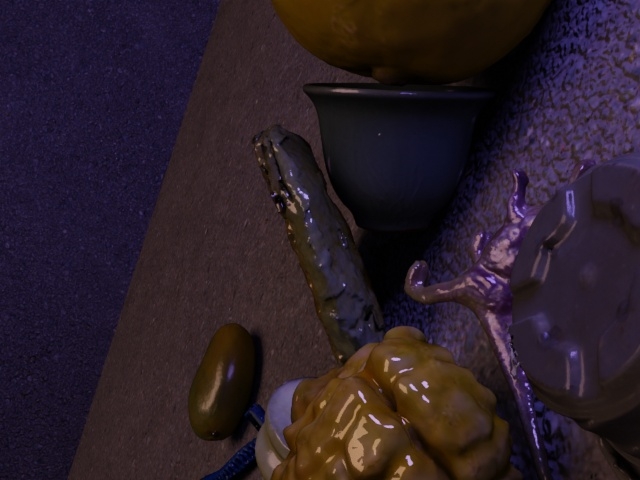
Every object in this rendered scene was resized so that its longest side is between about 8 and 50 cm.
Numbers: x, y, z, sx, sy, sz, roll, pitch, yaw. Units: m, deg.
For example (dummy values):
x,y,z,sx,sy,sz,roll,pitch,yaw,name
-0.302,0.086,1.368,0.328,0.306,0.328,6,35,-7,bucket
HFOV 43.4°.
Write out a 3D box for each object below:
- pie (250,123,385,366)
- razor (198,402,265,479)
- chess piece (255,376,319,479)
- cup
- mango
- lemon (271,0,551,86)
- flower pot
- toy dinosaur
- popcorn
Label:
x,y,z,sx,sy,sz,roll,pitch,yaw,name
0.000,0.000,0.890,0.306,0.071,0.306,157,90,-88,pie
-0.107,0.309,1.121,0.056,0.093,0.324,-36,-10,-39,razor
-0.026,0.283,0.836,0.144,0.144,0.251,-109,36,-58,chess piece
0.079,-0.088,0.848,0.199,0.199,0.150,-143,52,-68,cup
-0.152,0.216,1.253,0.122,0.085,0.191,147,137,-63,mango
0.088,-0.317,0.779,0.348,0.347,0.348,-51,29,42,lemon
0.199,0.038,0.455,0.235,0.140,0.236,-162,90,-71,flower pot
0.153,0.051,0.659,0.199,0.072,0.251,14,77,61,toy dinosaur
0.041,0.173,0.636,0.203,0.200,0.226,53,163,42,popcorn
